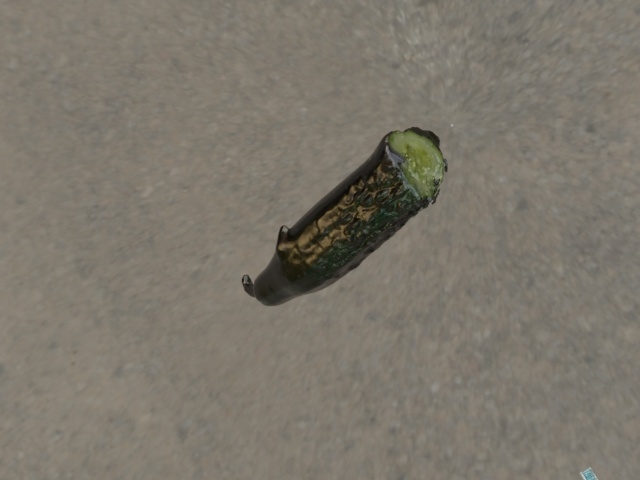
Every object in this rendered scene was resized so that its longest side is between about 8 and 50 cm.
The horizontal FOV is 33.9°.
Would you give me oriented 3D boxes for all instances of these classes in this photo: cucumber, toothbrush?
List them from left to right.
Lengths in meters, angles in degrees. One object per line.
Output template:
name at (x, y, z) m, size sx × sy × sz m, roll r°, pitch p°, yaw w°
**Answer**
cucumber at (0.000, 0.000, 0.502) m, size 0.039 × 0.043 × 0.163 m, roll 23°, pitch 140°, yaw -23°
toothbrush at (0.300, 0.289, 1.026) m, size 0.017 × 0.014 × 0.162 m, roll -37°, pitch 48°, yaw 9°
